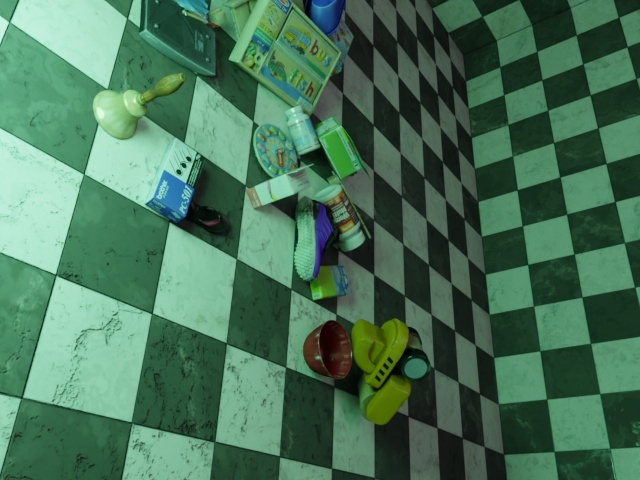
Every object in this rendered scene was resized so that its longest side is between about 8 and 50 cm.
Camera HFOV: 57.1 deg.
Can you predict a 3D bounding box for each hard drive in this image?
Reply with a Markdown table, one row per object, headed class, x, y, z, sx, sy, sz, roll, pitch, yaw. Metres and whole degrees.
| class | x | y | z | sx | sy | sz | roll | pitch | yaw |
| --- | --- | --- | --- | --- | --- | --- | --- | --- | --- |
| hard drive | -0.403 | -0.583 | 1.667 | 0.255 | 0.054 | 0.172 | 22 | 57 | -51 |

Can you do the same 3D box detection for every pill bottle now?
| class | x | y | z | sx | sy | sz | roll | pitch | yaw |
| --- | --- | --- | --- | --- | --- | --- | --- | --- | --- |
| pill bottle | -0.066 | -0.385 | 2.056 | 0.087 | 0.087 | 0.160 | -30 | 101 | -57 |
| pill bottle | 0.067 | -0.078 | 2.084 | 0.221 | 0.121 | 0.121 | 60 | 34 | -19 |

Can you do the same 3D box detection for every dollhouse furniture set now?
| class | x | y | z | sx | sy | sz | roll | pitch | yaw |
| --- | --- | --- | --- | --- | --- | --- | --- | --- | --- |
| dollhouse furniture set | -0.232 | -0.698 | 1.985 | 0.355 | 0.174 | 0.303 | -39 | 137 | -27 |

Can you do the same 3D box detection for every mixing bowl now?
| class | x | y | z | sx | sy | sz | roll | pitch | yaw |
| --- | --- | --- | --- | --- | --- | --- | --- | --- | --- |
| mixing bowl | 0.010 | 0.343 | 1.821 | 0.181 | 0.098 | 0.181 | 29 | 53 | -47 |

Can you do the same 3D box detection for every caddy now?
| class | x | y | z | sx | sy | sz | roll | pitch | yaw |
| --- | --- | --- | --- | --- | --- | --- | --- | --- | --- |
| caddy | -0.033 | -0.891 | 2.178 | 0.179 | 0.241 | 0.341 | 97 | 5 | -62 |

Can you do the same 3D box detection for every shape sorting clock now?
| class | x | y | z | sx | sy | sz | roll | pitch | yaw |
| --- | --- | --- | --- | --- | --- | --- | --- | --- | --- |
| shape sorting clock | -0.144 | -0.290 | 1.938 | 0.206 | 0.040 | 0.206 | 31 | 51 | -47 |

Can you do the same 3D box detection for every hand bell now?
| class | x | y | z | sx | sy | sz | roll | pitch | yaw |
| --- | --- | --- | --- | --- | --- | --- | --- | --- | --- |
| hand bell | -0.405 | -0.335 | 1.372 | 0.126 | 0.242 | 0.126 | 29 | 53 | -48 |

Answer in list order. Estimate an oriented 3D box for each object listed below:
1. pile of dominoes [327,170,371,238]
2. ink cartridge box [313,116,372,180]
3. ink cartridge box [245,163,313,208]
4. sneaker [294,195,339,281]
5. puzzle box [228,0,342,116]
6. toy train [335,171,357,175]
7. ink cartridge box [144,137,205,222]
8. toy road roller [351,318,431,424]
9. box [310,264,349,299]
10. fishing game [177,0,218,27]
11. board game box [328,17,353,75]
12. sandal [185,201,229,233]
| class | x | y | z | sx | sy | sz | roll | pitch | yaw |
| --- | --- | --- | --- | --- | --- | --- | --- | --- | --- |
| pile of dominoes | 0.100 | -0.131 | 2.194 | 0.251 | 0.040 | 0.196 | 61 | 2 | -20 |
| ink cartridge box | 0.074 | -0.310 | 2.098 | 0.188 | 0.097 | 0.255 | 60 | 2 | -31 |
| ink cartridge box | -0.112 | -0.165 | 1.780 | 0.115 | 0.198 | 0.067 | -35 | 105 | -56 |
| sneaker | 0.000 | -0.001 | 1.927 | 0.146 | 0.102 | 0.293 | 16 | 61 | -32 |
| puzzle box | -0.104 | -0.628 | 1.992 | 0.409 | 0.052 | 0.272 | 24 | 92 | -53 |
| toy train | 0.101 | -0.270 | 2.316 | 0.158 | 0.027 | 0.036 | -19 | 81 | -58 |
| ink cartridge box | -0.371 | -0.156 | 1.511 | 0.097 | 0.046 | 0.207 | 34 | 48 | -31 |
| toy road roller | 0.181 | 0.401 | 1.907 | 0.241 | 0.329 | 0.202 | 28 | 17 | -11 |
| box | 0.029 | 0.141 | 1.996 | 0.178 | 0.042 | 0.109 | 1 | 75 | -57 |
| fishing game | -0.405 | -0.712 | 1.690 | 0.189 | 0.041 | 0.264 | 0 | 52 | -57 |
| board game box | 0.013 | -0.757 | 2.298 | 0.144 | 0.142 | 0.275 | 50 | 38 | -30 |
| sandal | -0.307 | -0.066 | 1.583 | 0.179 | 0.040 | 0.067 | 24 | 55 | -50 |
